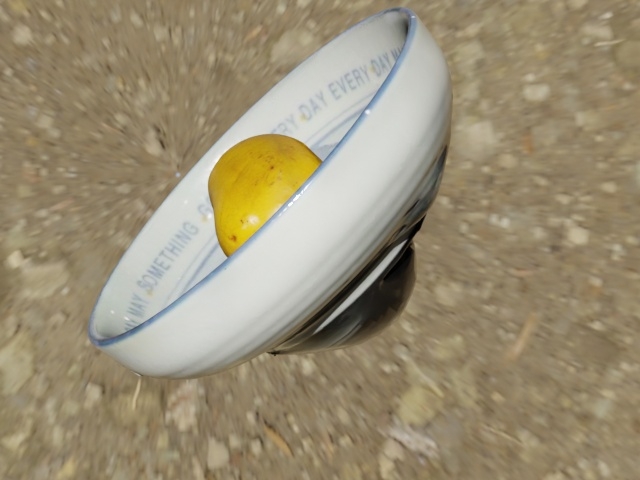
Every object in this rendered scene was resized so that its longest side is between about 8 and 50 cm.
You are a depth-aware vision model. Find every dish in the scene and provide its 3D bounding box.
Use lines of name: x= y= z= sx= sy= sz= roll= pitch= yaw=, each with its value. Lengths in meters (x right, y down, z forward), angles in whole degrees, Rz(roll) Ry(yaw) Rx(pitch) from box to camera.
dish: x=0.000 y=0.000 z=1.109 sx=0.134 sy=0.273 sz=0.273 roll=43 pitch=88 yaw=-16

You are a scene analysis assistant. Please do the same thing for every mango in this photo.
mango: x=-0.030 y=-0.021 z=1.040 sx=0.060 sy=0.114 sz=0.080 roll=24 pitch=96 yaw=-24
